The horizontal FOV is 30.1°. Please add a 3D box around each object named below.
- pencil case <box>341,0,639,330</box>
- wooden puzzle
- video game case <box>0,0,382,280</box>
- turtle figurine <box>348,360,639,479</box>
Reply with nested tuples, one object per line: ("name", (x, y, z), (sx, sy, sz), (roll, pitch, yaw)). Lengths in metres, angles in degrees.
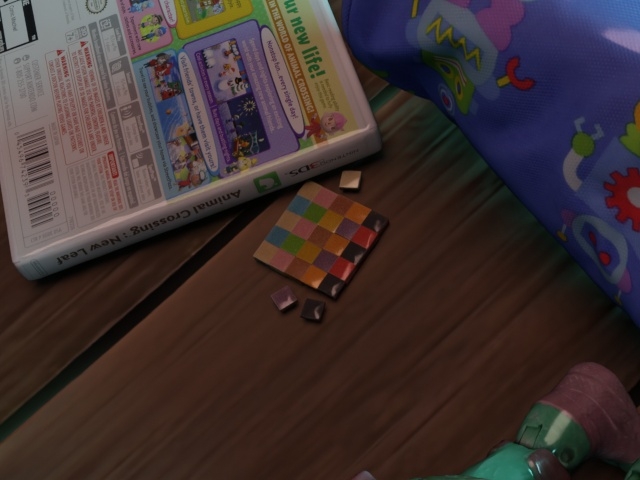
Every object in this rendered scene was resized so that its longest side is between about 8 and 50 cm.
("pencil case", (0.138, -0.034, 0.485), (0.119, 0.133, 0.306), (-21, 58, -39))
("wooden puzzle", (0.000, 0.000, 0.580), (0.049, 0.006, 0.083), (26, 69, 26))
("video game case", (-0.087, -0.098, 0.647), (0.193, 0.023, 0.212), (-20, 55, 2))
("turtle figurine", (0.045, 0.133, 0.411), (0.234, 0.118, 0.175), (-33, 37, -19))
